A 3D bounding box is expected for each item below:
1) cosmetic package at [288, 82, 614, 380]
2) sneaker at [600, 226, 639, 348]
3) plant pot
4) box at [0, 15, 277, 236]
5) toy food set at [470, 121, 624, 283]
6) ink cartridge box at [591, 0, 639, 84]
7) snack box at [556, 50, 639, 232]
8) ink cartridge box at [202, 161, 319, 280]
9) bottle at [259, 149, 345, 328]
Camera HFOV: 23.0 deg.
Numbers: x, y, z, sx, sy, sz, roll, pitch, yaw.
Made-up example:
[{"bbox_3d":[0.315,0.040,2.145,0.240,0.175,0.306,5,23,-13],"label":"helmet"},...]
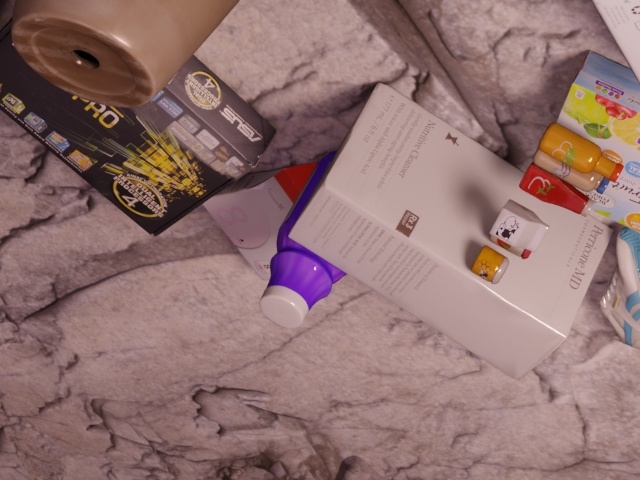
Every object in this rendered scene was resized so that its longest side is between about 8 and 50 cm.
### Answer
[{"bbox_3d":[0.179,-0.010,2.145,0.385,0.217,0.156,30,145,-2],"label":"cosmetic package"},{"bbox_3d":[0.430,0.071,2.175,0.092,0.087,0.228,8,137,31],"label":"sneaker"},{"bbox_3d":[-0.236,-0.327,1.938,0.323,0.280,0.323,17,156,8],"label":"plant pot"},{"bbox_3d":[-0.302,-0.206,2.345,0.395,0.097,0.318,42,140,-15],"label":"box"},{"bbox_3d":[0.290,-0.036,1.989,0.104,0.111,0.232,30,115,7],"label":"toy food set"},{"bbox_3d":[0.466,-0.257,1.633,0.330,0.071,0.324,-12,155,21],"label":"ink cartridge box"},{"bbox_3d":[0.380,-0.118,1.991,0.174,0.070,0.207,25,146,9],"label":"snack box"},{"bbox_3d":[-0.047,-0.026,2.422,0.232,0.066,0.189,-4,133,44],"label":"ink cartridge box"},{"bbox_3d":[0.000,0.000,2.221,0.118,0.283,0.092,34,143,-9],"label":"bottle"}]
